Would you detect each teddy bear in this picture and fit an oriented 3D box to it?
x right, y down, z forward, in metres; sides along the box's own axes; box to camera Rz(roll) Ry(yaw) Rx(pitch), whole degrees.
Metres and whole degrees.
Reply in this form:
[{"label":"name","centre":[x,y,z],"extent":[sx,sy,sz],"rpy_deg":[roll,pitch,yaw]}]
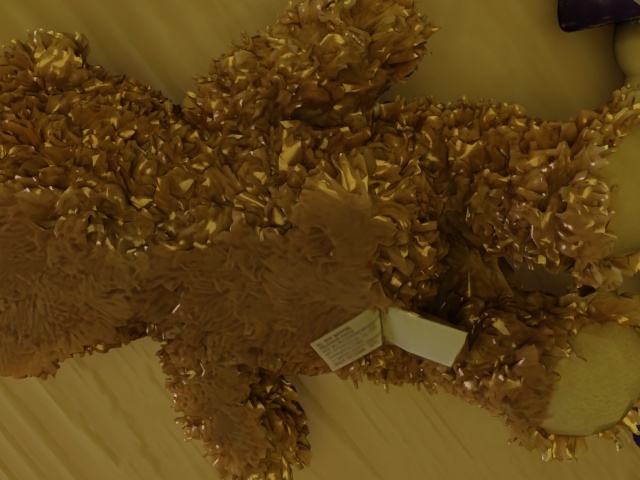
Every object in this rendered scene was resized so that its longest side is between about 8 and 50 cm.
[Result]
[{"label":"teddy bear","centre":[0.000,0.000,0.464],"extent":[0.338,0.113,0.245],"rpy_deg":[-9,116,14]}]

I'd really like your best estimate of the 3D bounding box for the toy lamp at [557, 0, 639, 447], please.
[{"label":"toy lamp","centre":[0.165,-0.037,0.483],"extent":[0.080,0.080,0.275],"rpy_deg":[-12,101,4]}]
